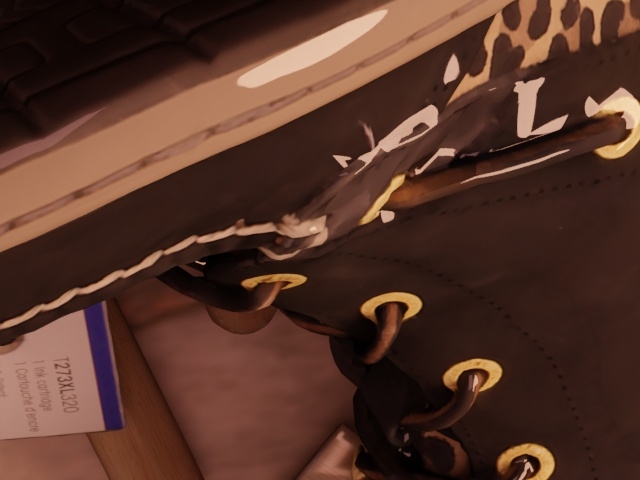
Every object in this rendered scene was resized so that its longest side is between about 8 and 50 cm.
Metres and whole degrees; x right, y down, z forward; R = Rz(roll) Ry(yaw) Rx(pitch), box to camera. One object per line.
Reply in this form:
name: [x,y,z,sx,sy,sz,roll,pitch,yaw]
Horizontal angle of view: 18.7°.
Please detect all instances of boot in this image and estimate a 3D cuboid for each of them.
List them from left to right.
boot: [0.019,0.023,0.532,0.377,0.138,0.284,-30,127,-29]

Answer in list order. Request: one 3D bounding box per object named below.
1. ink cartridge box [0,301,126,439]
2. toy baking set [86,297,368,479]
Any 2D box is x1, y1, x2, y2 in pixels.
ink cartridge box: [-0.251,0.006,0.588,0.370,0.069,0.176,-4,140,-2]
toy baking set: [-0.005,0.004,0.670,0.196,0.030,0.256,-30,106,-4]
